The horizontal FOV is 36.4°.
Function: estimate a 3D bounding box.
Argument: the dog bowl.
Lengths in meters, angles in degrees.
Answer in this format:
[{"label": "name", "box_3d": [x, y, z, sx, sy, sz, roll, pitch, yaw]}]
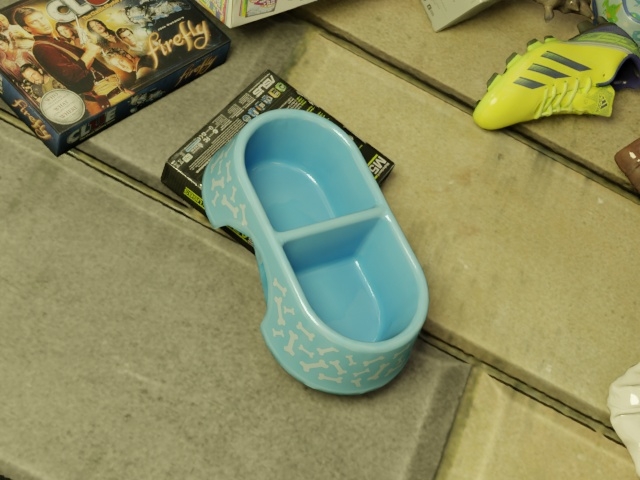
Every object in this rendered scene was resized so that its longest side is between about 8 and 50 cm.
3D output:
[{"label": "dog bowl", "box_3d": [0.000, 0.000, 0.943, 0.166, 0.074, 0.297, -15, 69, -29]}]

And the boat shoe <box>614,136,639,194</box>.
[{"label": "boat shoe", "box_3d": [0.492, -0.164, 1.258, 0.123, 0.123, 0.342, 45, 61, 9]}]

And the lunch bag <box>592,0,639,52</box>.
[{"label": "lunch bag", "box_3d": [0.494, -0.320, 1.374, 0.219, 0.090, 0.176, 11, 56, -13]}]

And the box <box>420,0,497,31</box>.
[{"label": "box", "box_3d": [0.182, -0.341, 1.247, 0.087, 0.102, 0.101, -28, 93, -32]}]

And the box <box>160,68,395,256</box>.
[{"label": "box", "box_3d": [-0.042, -0.073, 1.043, 0.184, 0.045, 0.191, 38, 54, 2]}]

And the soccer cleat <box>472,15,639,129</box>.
[{"label": "soccer cleat", "box_3d": [0.311, -0.195, 1.224, 0.289, 0.093, 0.121, -28, 74, -33]}]

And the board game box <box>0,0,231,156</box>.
[{"label": "board game box", "box_3d": [-0.241, -0.211, 1.059, 0.165, 0.042, 0.243, 44, 55, 11]}]

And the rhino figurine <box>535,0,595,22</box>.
[{"label": "rhino figurine", "box_3d": [0.269, -0.358, 1.293, 0.243, 0.073, 0.106, 45, 33, 24]}]

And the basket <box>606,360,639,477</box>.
[{"label": "basket", "box_3d": [0.508, 0.202, 0.900, 0.266, 0.328, 0.331, -3, 59, -27]}]

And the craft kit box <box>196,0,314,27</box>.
[{"label": "craft kit box", "box_3d": [-0.082, -0.366, 1.172, 0.246, 0.061, 0.250, -24, 53, -34]}]
